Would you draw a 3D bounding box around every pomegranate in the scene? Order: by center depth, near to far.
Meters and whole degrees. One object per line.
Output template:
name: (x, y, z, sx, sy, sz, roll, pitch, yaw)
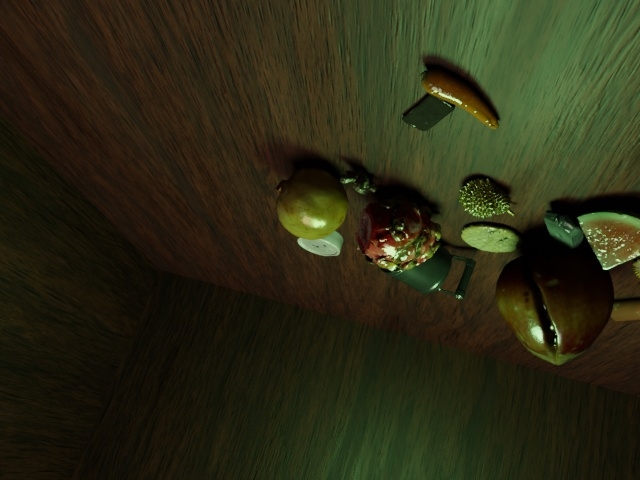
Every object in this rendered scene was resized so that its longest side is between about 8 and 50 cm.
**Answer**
pomegranate: (-0.036, -0.128, 1.924, 0.264, 0.265, 0.264, 15, 159, 6)

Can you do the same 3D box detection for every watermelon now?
watermelon: (0.885, -0.006, 1.623, 0.255, 0.176, 0.260, 26, 143, -28)

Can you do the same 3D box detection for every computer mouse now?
computer mouse: (0.767, -0.044, 1.733, 0.113, 0.068, 0.229, 39, 180, 35)

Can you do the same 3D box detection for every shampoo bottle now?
shampoo bottle: (1.241, 0.264, 2.122, 0.085, 0.086, 0.244, 28, 158, -25)

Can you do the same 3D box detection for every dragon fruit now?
dragon fruit: (0.285, -0.030, 1.934, 0.290, 0.250, 0.269, 5, 130, -14)

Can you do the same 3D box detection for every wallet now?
wallet: (0.286, -0.338, 1.466, 0.082, 0.018, 0.156, 24, 158, -14)

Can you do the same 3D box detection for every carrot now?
carrot: (0.355, -0.343, 1.353, 0.271, 0.062, 0.066, 22, 126, -22)

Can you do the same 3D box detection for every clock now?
clock: (0.000, 0.000, 2.472, 0.196, 0.068, 0.197, 15, 160, 6)

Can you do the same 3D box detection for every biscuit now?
biscuit: (0.620, -0.006, 2.013, 0.219, 0.033, 0.220, 16, 160, 6)

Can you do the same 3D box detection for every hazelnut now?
hazelnut: (0.808, 0.199, 1.890, 0.401, 0.403, 0.429, 10, 173, 19)

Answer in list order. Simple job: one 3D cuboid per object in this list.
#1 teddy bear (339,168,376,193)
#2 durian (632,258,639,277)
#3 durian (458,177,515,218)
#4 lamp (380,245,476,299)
teddy bear: (0.134, -0.202, 1.863, 0.119, 0.078, 0.160, 29, -174, 21)
durian: (1.127, 0.098, 1.801, 0.182, 0.165, 0.132, -34, 87, 37)
durian: (0.526, -0.109, 1.743, 0.208, 0.103, 0.146, 21, 153, -20)
lamp: (0.371, 0.075, 2.165, 0.373, 0.205, 0.272, 12, 165, 44)
